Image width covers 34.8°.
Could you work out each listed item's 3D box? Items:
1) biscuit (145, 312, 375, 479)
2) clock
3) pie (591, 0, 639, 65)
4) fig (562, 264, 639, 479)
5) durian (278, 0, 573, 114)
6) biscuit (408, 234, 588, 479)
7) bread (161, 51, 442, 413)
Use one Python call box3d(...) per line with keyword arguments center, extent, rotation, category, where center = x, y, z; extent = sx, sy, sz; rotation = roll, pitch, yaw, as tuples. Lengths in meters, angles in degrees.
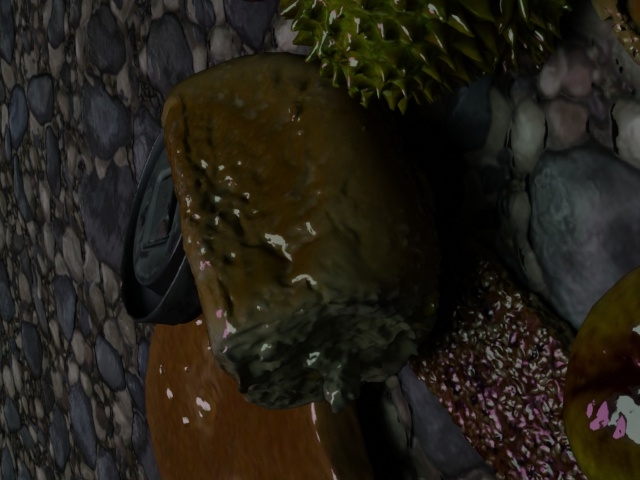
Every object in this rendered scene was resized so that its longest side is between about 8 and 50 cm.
box3d(center=(-0.066, 0.171, 0.973), extent=(0.385, 0.062, 0.365), rotation=(-46, 54, 51), category="biscuit")
box3d(center=(-0.130, -0.028, 0.972), extent=(0.226, 0.049, 0.226), rotation=(-43, 39, 49), category="clock")
box3d(center=(0.216, -0.188, 0.485), extent=(0.274, 0.055, 0.274), rotation=(26, 120, 57), category="pie")
box3d(center=(0.193, 0.080, 0.523), extent=(0.136, 0.121, 0.153), rotation=(58, 141, 37), category="fig")
box3d(center=(0.043, -0.195, 0.630), extent=(0.237, 0.176, 0.200), rotation=(61, -179, 13), category="durian")
box3d(center=(0.145, 0.114, 0.688), extent=(0.237, 0.026, 0.131), rotation=(50, 137, 39), category="biscuit")
box3d(center=(0.000, 0.000, 0.728), extent=(0.195, 0.176, 0.246), rotation=(64, -169, -63), category="bread")
